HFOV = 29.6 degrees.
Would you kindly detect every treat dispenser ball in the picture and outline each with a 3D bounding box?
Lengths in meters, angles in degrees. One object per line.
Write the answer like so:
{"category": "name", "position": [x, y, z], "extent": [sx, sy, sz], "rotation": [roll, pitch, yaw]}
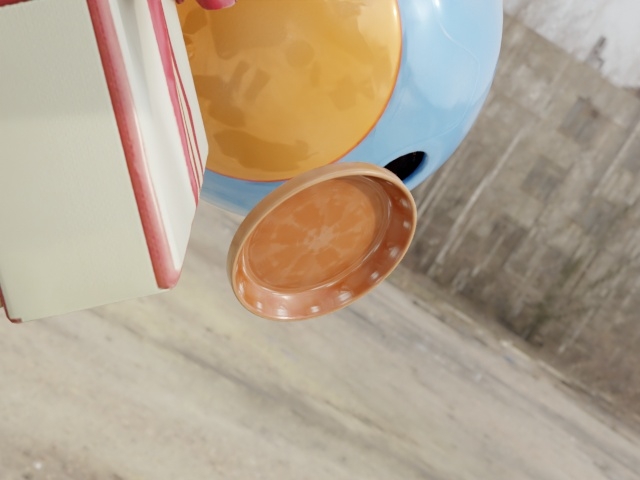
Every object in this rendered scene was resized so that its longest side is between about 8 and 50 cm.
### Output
{"category": "treat dispenser ball", "position": [-0.017, -0.155, 0.855], "extent": [0.288, 0.288, 0.288], "rotation": [33, 4, -2]}

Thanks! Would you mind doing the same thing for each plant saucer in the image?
{"category": "plant saucer", "position": [0.000, 0.000, 0.500], "extent": [0.083, 0.083, 0.013], "rotation": [29, 24, -47]}

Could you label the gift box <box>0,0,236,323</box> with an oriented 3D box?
{"category": "gift box", "position": [-0.158, -0.112, 0.381], "extent": [0.258, 0.276, 0.255], "rotation": [-11, 18, -1]}
